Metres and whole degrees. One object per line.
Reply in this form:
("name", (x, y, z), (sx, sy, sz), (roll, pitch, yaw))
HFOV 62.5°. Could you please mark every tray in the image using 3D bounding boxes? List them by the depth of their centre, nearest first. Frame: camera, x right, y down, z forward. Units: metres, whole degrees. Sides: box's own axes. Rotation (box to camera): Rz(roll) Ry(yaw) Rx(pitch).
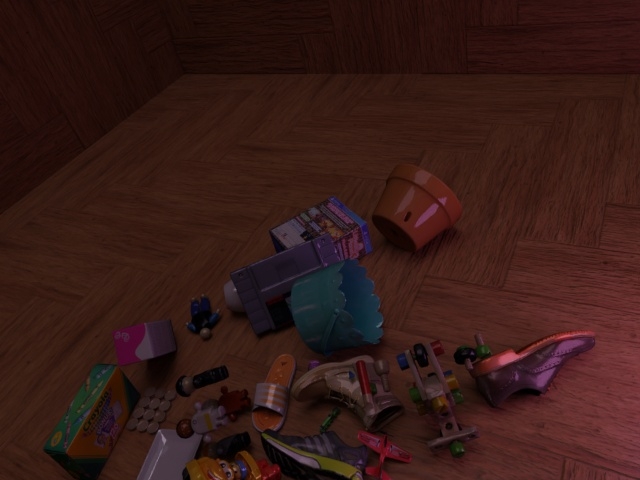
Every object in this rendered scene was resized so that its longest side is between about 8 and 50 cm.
("tray", (-0.418, 0.636, 1.406), (0.145, 0.030, 0.270), (-1, 41, 16))

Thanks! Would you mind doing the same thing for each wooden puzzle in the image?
("wooden puzzle", (0.128, 0.360, 1.440), (0.117, 0.014, 0.078), (5, 26, -12))

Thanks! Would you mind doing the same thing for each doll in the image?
("doll", (-0.406, 0.264, 1.827), (0.129, 0.046, 0.189), (-20, 39, -4))

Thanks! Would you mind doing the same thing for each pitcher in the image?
("pitcher", (-0.229, 0.169, 1.840), (0.207, 0.125, 0.178), (-10, 18, -9))

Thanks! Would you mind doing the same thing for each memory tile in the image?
("memory tile", (-0.509, 0.513, 1.595), (0.113, 0.012, 0.148), (1, 42, 19))

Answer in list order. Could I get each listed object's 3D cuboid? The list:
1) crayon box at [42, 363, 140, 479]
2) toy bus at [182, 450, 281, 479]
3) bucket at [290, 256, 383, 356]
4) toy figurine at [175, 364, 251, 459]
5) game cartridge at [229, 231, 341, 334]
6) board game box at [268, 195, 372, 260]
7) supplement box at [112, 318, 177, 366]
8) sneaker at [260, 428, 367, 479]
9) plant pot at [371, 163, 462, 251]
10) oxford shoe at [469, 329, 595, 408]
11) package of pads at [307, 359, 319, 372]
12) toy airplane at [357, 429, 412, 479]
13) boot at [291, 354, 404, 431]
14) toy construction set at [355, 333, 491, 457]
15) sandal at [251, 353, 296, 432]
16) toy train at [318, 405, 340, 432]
("crayon box", (-0.646, 0.516, 1.515), (0.081, 0.165, 0.278), (0, 42, 18))
("toy bus", (-0.198, 0.583, 1.259), (0.212, 0.220, 0.149), (-26, 43, -22))
("bucket", (0.050, 0.201, 1.569), (0.183, 0.281, 0.281), (-21, 36, 23))
("toy figurine", (-0.293, 0.468, 1.425), (0.148, 0.213, 0.209), (-20, 41, 9))
("game cartridge", (-0.091, 0.143, 1.737), (0.355, 0.230, 0.068), (-23, 2, -8))
("board game box", (0.000, 0.000, 1.929), (0.291, 0.141, 0.232), (-29, 41, -15))
("supplement box", (-0.549, 0.319, 1.664), (0.111, 0.113, 0.220), (-14, -5, 1))
("sneaker", (-0.016, 0.542, 1.344), (0.300, 0.111, 0.121), (13, 37, 23))
("plant pot", (0.317, -0.098, 1.856), (0.291, 0.291, 0.203), (30, 73, 41))
("oxford shoe", (0.576, 0.335, 1.393), (0.364, 0.130, 0.132), (-17, 69, -8))
("package of pads", (-0.021, 0.391, 1.522), (0.032, 0.083, 0.050), (2, 38, -12))
("toy airplane", (0.155, 0.534, 1.304), (0.151, 0.028, 0.151), (18, 32, -12))
("boot", (0.072, 0.427, 1.421), (0.262, 0.095, 0.203), (-10, 38, -23))
("toy construction set", (0.254, 0.398, 1.285), (0.309, 0.257, 0.237), (-2, 51, -9))
("sandal", (-0.141, 0.424, 1.528), (0.102, 0.076, 0.265), (-3, 41, 16))
("toy train", (0.025, 0.488, 1.439), (0.017, 0.023, 0.083), (21, 51, 36))
